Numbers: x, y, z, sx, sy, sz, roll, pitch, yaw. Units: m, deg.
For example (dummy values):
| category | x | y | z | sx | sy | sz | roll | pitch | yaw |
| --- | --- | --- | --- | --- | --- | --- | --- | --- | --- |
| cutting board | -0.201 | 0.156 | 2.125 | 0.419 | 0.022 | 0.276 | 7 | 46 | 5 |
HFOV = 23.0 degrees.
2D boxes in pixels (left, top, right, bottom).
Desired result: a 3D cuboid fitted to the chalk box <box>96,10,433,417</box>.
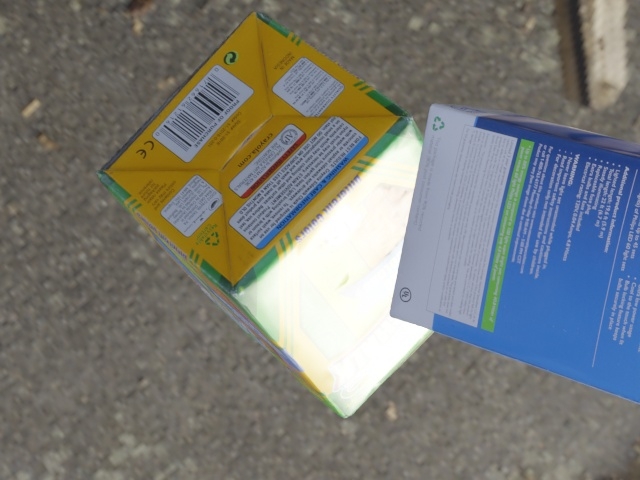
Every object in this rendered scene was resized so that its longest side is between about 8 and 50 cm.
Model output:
| category | x | y | z | sx | sy | sz | roll | pitch | yaw |
| --- | --- | --- | --- | --- | --- | --- | --- | --- | --- |
| chalk box | 0.000 | 0.000 | 1.217 | 0.180 | 0.179 | 0.289 | -47 | 143 | -6 |

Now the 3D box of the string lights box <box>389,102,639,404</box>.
| category | x | y | z | sx | sy | sz | roll | pitch | yaw |
| --- | --- | --- | --- | --- | --- | --- | --- | --- | --- |
| string lights box | 0.173 | 0.015 | 0.885 | 0.077 | 0.260 | 0.133 | -4 | 108 | -53 |
